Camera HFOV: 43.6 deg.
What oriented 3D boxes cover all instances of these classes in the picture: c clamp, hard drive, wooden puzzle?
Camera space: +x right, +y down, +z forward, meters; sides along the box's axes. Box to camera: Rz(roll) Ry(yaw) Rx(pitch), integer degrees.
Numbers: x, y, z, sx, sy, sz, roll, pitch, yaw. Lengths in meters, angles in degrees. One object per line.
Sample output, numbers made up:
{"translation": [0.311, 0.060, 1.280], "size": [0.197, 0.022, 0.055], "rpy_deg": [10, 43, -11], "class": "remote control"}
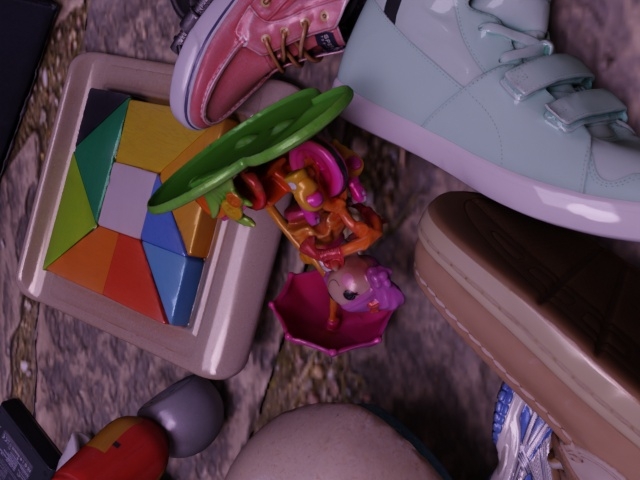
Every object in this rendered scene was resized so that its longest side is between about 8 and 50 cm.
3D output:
{"translation": [-0.068, -0.204, 0.571], "size": [0.160, 0.022, 0.137], "rpy_deg": [-54, 39, 23], "class": "c clamp"}
{"translation": [-0.310, 0.239, 0.801], "size": [0.094, 0.022, 0.135], "rpy_deg": [42, 116, 23], "class": "hard drive"}
{"translation": [-0.137, -0.031, 0.622], "size": [0.239, 0.044, 0.220], "rpy_deg": [16, 92, 30], "class": "wooden puzzle"}

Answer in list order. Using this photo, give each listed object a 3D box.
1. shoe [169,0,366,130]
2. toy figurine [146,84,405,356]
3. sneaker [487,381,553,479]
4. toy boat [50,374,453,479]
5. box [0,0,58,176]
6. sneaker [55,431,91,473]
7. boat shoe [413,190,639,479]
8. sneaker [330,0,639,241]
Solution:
{"translation": [-0.024, -0.138, 0.528], "size": [0.081, 0.063, 0.178], "rpy_deg": [35, 93, 24], "class": "shoe"}
{"translation": [0.000, 0.000, 0.503], "size": [0.173, 0.130, 0.159], "rpy_deg": [-11, 119, 53], "class": "toy figurine"}
{"translation": [0.132, 0.148, 0.483], "size": [0.058, 0.052, 0.135], "rpy_deg": [8, 101, 26], "class": "sneaker"}
{"translation": [-0.027, 0.188, 0.541], "size": [0.318, 0.148, 0.267], "rpy_deg": [20, 122, 27], "class": "toy boat"}
{"translation": [-0.581, -0.211, 0.657], "size": [0.472, 0.480, 0.297], "rpy_deg": [40, 114, 23], "class": "box"}
{"translation": [-0.155, 0.219, 0.669], "size": [0.212, 0.080, 0.094], "rpy_deg": [9, 89, 34], "class": "sneaker"}
{"translation": [0.166, 0.113, 0.398], "size": [0.341, 0.122, 0.110], "rpy_deg": [43, 123, 12], "class": "boat shoe"}
{"translation": [0.121, -0.102, 0.431], "size": [0.256, 0.094, 0.151], "rpy_deg": [29, 117, 30], "class": "sneaker"}
